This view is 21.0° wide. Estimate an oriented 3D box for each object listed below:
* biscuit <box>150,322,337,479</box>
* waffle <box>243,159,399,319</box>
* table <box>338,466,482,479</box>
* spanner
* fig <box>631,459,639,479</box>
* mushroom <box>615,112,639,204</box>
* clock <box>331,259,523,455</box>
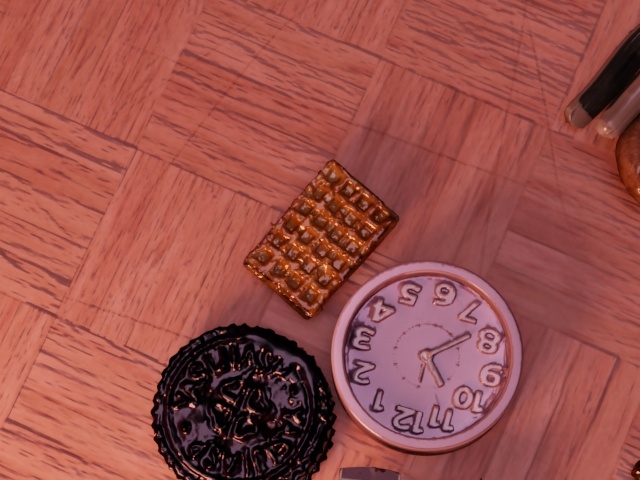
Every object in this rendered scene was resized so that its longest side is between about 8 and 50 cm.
[{"bbox_3d":[-0.079,0.180,1.778,0.195,0.053,0.194,0,79,2],"label":"biscuit"},{"bbox_3d":[0.000,0.000,1.818,0.102,0.042,0.148,40,82,10],"label":"waffle"},{"bbox_3d":[0.085,0.320,1.741,0.146,0.062,0.175,4,80,2],"label":"table"},{"bbox_3d":[0.386,-0.236,1.838,0.325,0.096,0.040,-48,121,-6],"label":"spanner"},{"bbox_3d":[0.431,0.246,1.720,0.203,0.235,0.203,0,90,-40],"label":"fig"},{"bbox_3d":[0.385,-0.123,1.821,0.094,0.072,0.210,43,79,7],"label":"mushroom"},{"bbox_3d":[0.109,0.122,1.779,0.197,0.068,0.196,0,79,1],"label":"clock"}]
